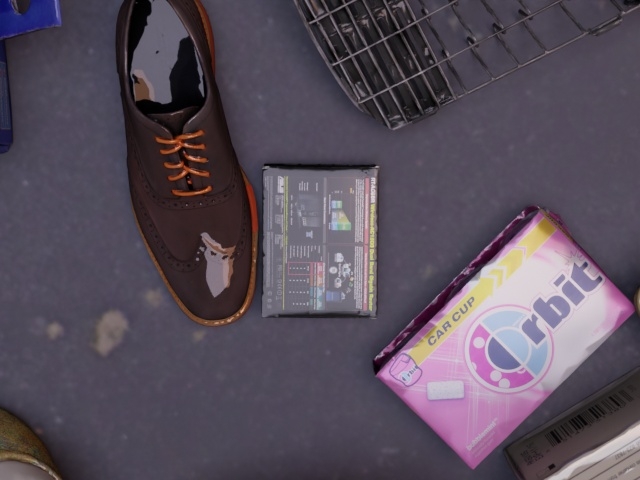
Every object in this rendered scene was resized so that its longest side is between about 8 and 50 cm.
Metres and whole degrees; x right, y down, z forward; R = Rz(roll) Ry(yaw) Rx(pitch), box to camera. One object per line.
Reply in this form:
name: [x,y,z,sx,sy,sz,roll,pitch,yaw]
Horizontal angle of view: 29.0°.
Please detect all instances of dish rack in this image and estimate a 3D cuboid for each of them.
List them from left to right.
dish rack: [0.114,-0.213,0.914,0.272,0.074,0.208,-27,115,7]

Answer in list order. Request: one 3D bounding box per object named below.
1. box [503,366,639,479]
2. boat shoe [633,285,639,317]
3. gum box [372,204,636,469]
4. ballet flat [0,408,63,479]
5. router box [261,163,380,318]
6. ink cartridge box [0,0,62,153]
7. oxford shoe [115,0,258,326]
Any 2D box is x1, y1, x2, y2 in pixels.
box: [0.286,0.268,0.954,0.148,0.121,0.311,-30,94,2]
boat shoe: [0.361,0.106,0.951,0.285,0.089,0.104,40,70,-22]
gum box: [0.145,0.071,0.967,0.107,0.062,0.188,45,93,-4]
ballet flat: [-0.213,0.264,0.886,0.123,0.123,0.348,-12,62,1]
router box: [0.000,0.000,0.973,0.092,0.038,0.122,1,95,0]
ink cartridge box: [-0.384,-0.186,0.905,0.396,0.151,0.270,-5,95,-1]
oxford shoe: [-0.109,-0.062,0.937,0.097,0.098,0.271,-14,94,1]
